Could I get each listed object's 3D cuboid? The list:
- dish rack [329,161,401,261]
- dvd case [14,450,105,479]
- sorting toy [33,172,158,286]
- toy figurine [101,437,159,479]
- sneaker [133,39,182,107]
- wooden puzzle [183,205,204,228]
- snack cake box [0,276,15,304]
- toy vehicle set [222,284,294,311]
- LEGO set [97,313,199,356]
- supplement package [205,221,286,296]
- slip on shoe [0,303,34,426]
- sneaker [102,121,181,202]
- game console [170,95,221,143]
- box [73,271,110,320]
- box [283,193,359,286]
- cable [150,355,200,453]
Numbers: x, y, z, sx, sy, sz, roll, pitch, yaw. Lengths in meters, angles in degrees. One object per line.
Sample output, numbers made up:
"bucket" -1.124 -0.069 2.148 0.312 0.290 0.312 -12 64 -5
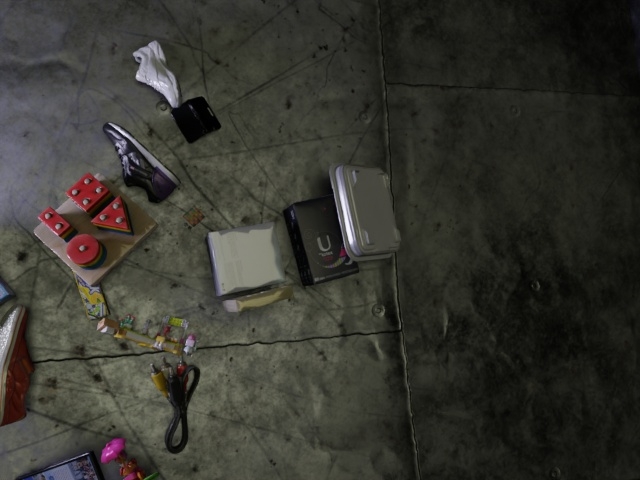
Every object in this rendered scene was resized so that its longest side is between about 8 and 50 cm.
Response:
"dish rack" 0.165 -0.104 1.782 0.286 0.072 0.332 -3 81 -51
"dvd case" -0.698 0.697 1.469 0.253 0.022 0.180 -22 89 10
"sorting toy" -0.659 -0.047 1.551 0.255 0.089 0.257 39 74 12
"toy figurine" -0.553 0.639 1.529 0.130 0.173 0.159 -34 74 -18
"sneaker" -0.519 -0.512 1.705 0.115 0.090 0.232 -25 80 -11
"wooden puzzle" -0.405 -0.077 1.719 0.083 0.006 0.049 -44 97 -17
"snack cake box" -0.998 0.094 1.477 0.152 0.089 0.264 -40 95 -18
"toy vehicle set" -0.193 0.176 1.615 0.166 0.267 0.035 -13 87 -19
"LEGO set" -0.499 0.260 1.594 0.287 0.132 0.107 18 70 -8
"supplement package" -0.236 0.060 1.677 0.203 0.149 0.194 -10 86 -18
"slip on shoe" -0.851 0.343 1.490 0.101 0.123 0.330 13 72 -47
"sneaker" -0.574 -0.234 1.640 0.283 0.107 0.124 43 80 -8
"game console" -0.406 -0.395 1.756 0.107 0.071 0.122 -35 95 -48
"box" -0.675 0.149 1.585 0.059 0.054 0.168 -18 89 -18
"box" 0.000 0.000 1.759 0.165 0.143 0.270 -15 87 -18
"cable" -0.429 0.490 1.632 0.140 0.072 0.286 -10 99 -34
